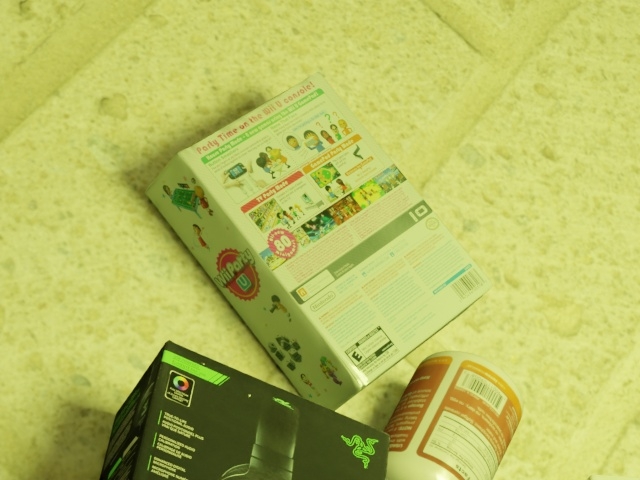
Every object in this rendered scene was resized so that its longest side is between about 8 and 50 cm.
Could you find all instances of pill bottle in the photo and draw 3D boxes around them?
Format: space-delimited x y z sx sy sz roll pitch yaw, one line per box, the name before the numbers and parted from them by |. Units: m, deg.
pill bottle | 0.113 0.224 1.768 0.121 0.121 0.216 36 53 -5

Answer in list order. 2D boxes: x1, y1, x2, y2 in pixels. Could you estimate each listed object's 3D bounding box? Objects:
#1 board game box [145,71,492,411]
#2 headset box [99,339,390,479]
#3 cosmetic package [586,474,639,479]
board game box | 0.000 0.000 1.853 0.224 0.097 0.303 -33 83 -38
headset box | -0.077 0.258 1.612 0.246 0.131 0.283 25 41 -13
cosmetic package | 0.370 0.367 1.778 0.224 0.138 0.225 5 47 -20
